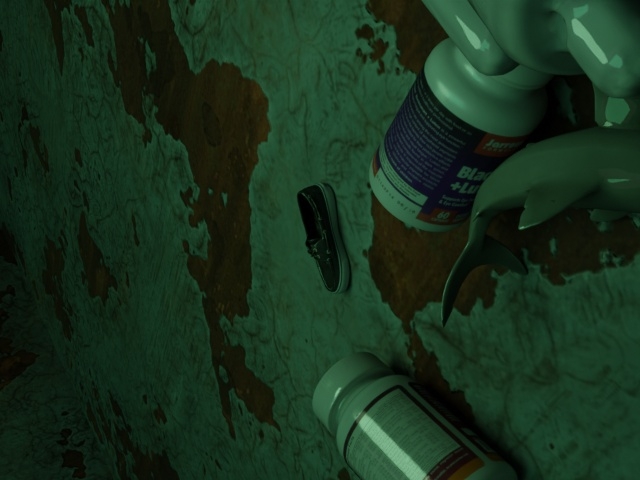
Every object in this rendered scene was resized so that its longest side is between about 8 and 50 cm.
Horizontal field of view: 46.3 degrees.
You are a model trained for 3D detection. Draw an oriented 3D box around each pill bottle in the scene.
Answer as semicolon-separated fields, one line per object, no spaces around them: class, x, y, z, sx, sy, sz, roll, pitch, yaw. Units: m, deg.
pill bottle;0.124;-0.105;0.640;0.108;0.108;0.193;57;144;24
pill bottle;0.094;0.224;0.811;0.221;0.121;0.121;39;133;42

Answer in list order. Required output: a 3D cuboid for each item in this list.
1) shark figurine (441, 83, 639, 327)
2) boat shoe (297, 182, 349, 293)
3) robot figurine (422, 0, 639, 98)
shark figurine;0.166;-0.025;0.569;0.166;0.116;0.278;53;143;-11
boat shoe;0.000;0.000;0.931;0.049;0.040;0.142;-1;102;56
robot figurine;0.146;-0.243;0.443;0.300;0.200;0.353;-56;48;45
